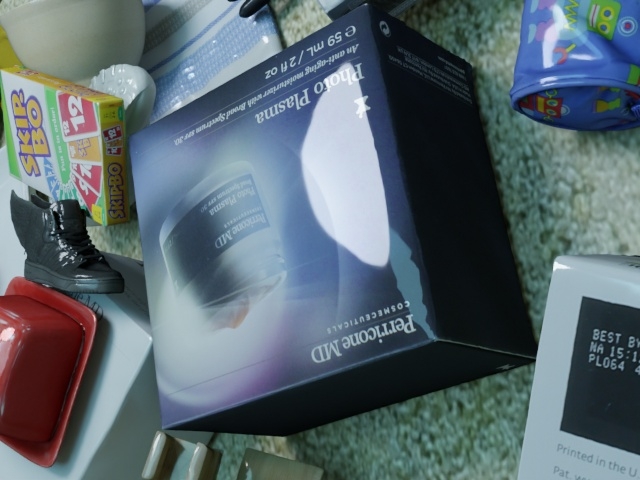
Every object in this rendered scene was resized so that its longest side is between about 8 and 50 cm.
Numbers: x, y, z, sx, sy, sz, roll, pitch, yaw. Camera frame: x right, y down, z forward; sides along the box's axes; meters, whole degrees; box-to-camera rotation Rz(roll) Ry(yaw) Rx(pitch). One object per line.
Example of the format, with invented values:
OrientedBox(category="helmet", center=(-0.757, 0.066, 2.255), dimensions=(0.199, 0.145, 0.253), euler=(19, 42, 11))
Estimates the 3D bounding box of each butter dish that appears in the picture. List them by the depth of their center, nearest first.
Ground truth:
OrientedBox(category="butter dish", center=(-0.310, 0.117, 0.959), dimensions=(0.160, 0.118, 0.160), euler=(18, 90, 39))

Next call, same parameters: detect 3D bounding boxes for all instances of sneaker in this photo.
OrientedBox(category="sneaker", center=(-0.248, 0.000, 0.979), dimensions=(0.170, 0.051, 0.089), euler=(7, 92, 43))
OrientedBox(category="sneaker", center=(-0.224, -0.102, 1.114), dimensions=(0.235, 0.095, 0.090), euler=(-50, 44, 41))

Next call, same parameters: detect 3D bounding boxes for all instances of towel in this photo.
OrientedBox(category="towel", center=(-0.144, -0.224, 1.159), dimensions=(0.209, 0.034, 0.285), euler=(-32, 62, 27))

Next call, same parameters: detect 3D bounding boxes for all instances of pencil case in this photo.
OrientedBox(category="pencil case", center=(0.239, -0.241, 0.815), dimensions=(0.133, 0.119, 0.306), euler=(7, 84, 30))

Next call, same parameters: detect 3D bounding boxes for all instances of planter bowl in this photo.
OrientedBox(category="planter bowl", center=(-0.269, -0.220, 1.147), dimensions=(0.162, 0.162, 0.109), euler=(-10, 101, 36))

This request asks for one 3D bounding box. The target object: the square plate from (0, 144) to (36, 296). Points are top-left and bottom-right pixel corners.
OrientedBox(category="square plate", center=(-0.466, 0.090, 1.325), dimensions=(0.347, 0.049, 0.344), euler=(-28, 64, 30))

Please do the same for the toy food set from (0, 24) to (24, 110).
OrientedBox(category="toy food set", center=(-0.354, -0.198, 1.300), dimensions=(0.218, 0.071, 0.128), euler=(46, 132, 37))

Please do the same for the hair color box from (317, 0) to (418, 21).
OrientedBox(category="hair color box", center=(-0.002, -0.393, 0.951), dimensions=(0.185, 0.113, 0.374), euler=(-35, 77, 10))

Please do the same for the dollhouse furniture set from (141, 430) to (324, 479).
OrientedBox(category="dollhouse furniture set", center=(-0.061, 0.315, 0.896), dimensions=(0.212, 0.161, 0.242), euler=(13, 73, 12))

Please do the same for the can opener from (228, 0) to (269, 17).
OrientedBox(category="can opener", center=(-0.030, -0.311, 1.065), dimensions=(0.186, 0.073, 0.059), euler=(-37, 67, 24))

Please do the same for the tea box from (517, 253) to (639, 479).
OrientedBox(category="tea box", center=(0.318, 0.139, 0.522), dimensions=(0.329, 0.324, 0.219), euler=(13, 98, 40))

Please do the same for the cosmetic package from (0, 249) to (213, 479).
OrientedBox(category="cosmetic package", center=(-0.261, 0.219, 1.069), dimensions=(0.217, 0.156, 0.384), euler=(33, 101, 39))

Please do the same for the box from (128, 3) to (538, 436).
OrientedBox(category="box", center=(0.000, 0.000, 0.904), dimensions=(0.296, 0.183, 0.293), euler=(-24, 67, 32))

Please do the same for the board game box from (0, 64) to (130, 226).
OrientedBox(category="board game box", center=(-0.277, -0.107, 1.058), dimensions=(0.259, 0.039, 0.124), euler=(24, 120, 50))
